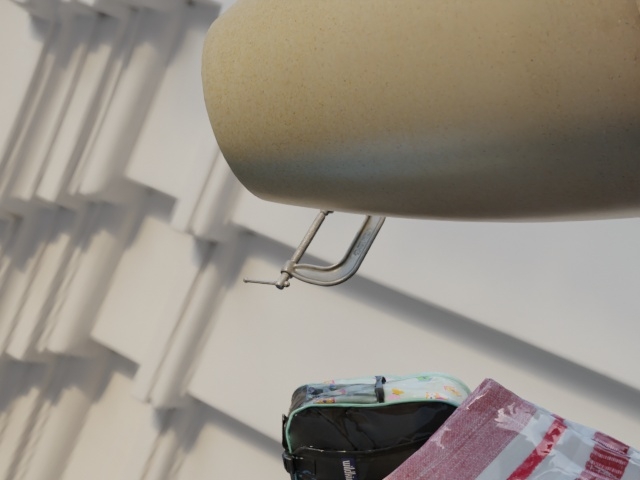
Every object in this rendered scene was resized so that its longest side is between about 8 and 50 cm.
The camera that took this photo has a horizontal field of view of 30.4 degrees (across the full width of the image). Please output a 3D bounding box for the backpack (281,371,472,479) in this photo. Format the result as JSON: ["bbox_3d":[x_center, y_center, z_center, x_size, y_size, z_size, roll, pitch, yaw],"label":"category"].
[{"bbox_3d":[0.070,0.206,1.117,0.144,0.189,0.165,-50,-47,-76],"label":"backpack"}]

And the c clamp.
[{"bbox_3d":[0.000,0.000,1.402,0.160,0.137,0.022,-54,-42,-26],"label":"c clamp"}]

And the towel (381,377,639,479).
[{"bbox_3d":[0.169,0.233,0.868,0.237,0.329,0.037,-39,-53,-26],"label":"towel"}]

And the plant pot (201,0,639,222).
[{"bbox_3d":[0.074,-0.114,0.725,0.256,0.274,0.256,43,-139,-53],"label":"plant pot"}]
